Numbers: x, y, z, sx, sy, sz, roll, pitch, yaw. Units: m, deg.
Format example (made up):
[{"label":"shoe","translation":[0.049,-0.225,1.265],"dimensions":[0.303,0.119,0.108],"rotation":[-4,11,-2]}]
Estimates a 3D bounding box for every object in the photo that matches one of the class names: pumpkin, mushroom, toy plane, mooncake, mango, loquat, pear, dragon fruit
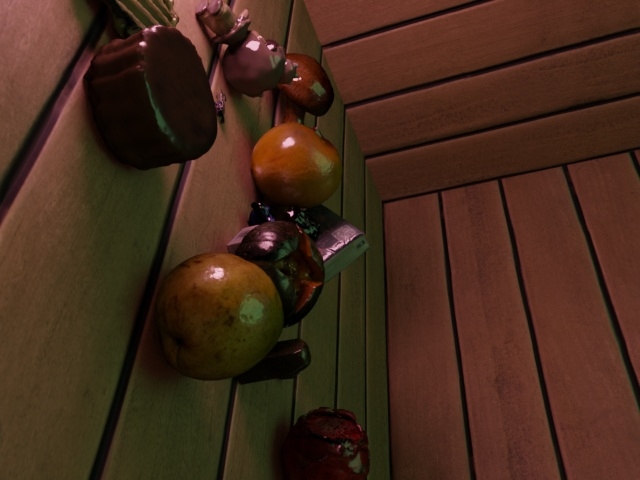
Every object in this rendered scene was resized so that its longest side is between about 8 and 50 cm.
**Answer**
[{"label":"pumpkin","translation":[-0.121,0.091,1.823],"dimensions":[0.320,0.192,0.320],"rotation":[11,77,-53]},{"label":"mushroom","translation":[-0.099,-0.604,2.599],"dimensions":[0.334,0.356,0.331],"rotation":[34,33,-11]},{"label":"toy plane","translation":[-0.325,-0.443,1.997],"dimensions":[0.049,0.031,0.121],"rotation":[52,33,-67]},{"label":"mooncake","translation":[-0.388,-0.324,1.430],"dimensions":[0.324,0.187,0.324],"rotation":[-12,90,-71]},{"label":"mango","translation":[-0.125,-0.102,2.347],"dimensions":[0.159,0.084,0.105],"rotation":[-27,111,-73]},{"label":"loquat","translation":[-0.101,-0.245,2.172],"dimensions":[0.328,0.359,0.328],"rotation":[34,12,-9]},{"label":"pear","translation":[-0.238,0.184,1.416],"dimensions":[0.304,0.304,0.304],"rotation":[-11,90,-74]},{"label":"dragon fruit","translation":[0.024,0.699,1.957],"dimensions":[0.295,0.295,0.302],"rotation":[-40,121,-72]}]

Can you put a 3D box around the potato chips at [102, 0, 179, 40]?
[{"label":"potato chips","translation":[-0.479,-0.627,1.544],"dimensions":[0.429,0.070,0.358],"rotation":[35,43,-69]}]

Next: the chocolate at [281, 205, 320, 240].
[{"label":"chocolate","translation":[-0.088,-0.063,2.121],"dimensions":[0.133,0.156,0.156],"rotation":[61,24,-48]}]

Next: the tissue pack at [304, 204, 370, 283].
[{"label":"tissue pack","translation":[0.000,0.000,2.202],"dimensions":[0.315,0.228,0.103],"rotation":[38,-20,50]}]

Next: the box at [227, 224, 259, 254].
[{"label":"box","translation":[-0.208,0.090,1.961],"dimensions":[0.155,0.067,0.243],"rotation":[-59,135,-63]}]

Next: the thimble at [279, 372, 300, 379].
[{"label":"thimble","translation":[-0.112,0.418,2.073],"dimensions":[0.095,0.066,0.104],"rotation":[42,43,-62]}]

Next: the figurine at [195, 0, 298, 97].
[{"label":"figurine","translation":[-0.258,-0.643,2.057],"dimensions":[0.380,0.248,0.203],"rotation":[48,37,-37]}]

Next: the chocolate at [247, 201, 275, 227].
[{"label":"chocolate","translation":[-0.172,0.015,2.075],"dimensions":[0.148,0.126,0.343],"rotation":[33,-27,54]}]

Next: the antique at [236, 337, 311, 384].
[{"label":"antique","translation":[-0.135,0.346,1.760],"dimensions":[0.081,0.220,0.080],"rotation":[-69,145,-63]}]
